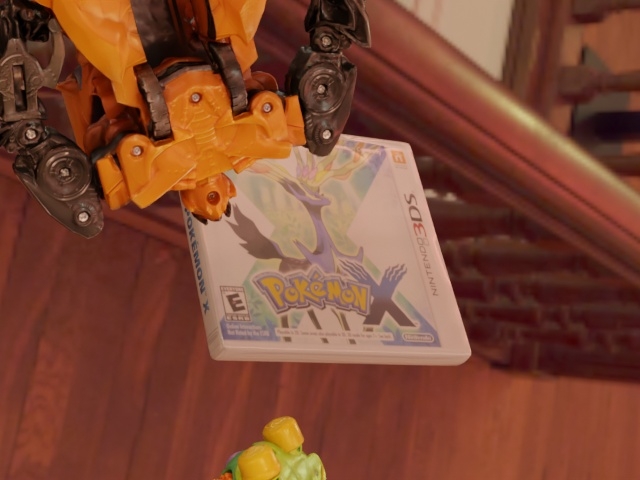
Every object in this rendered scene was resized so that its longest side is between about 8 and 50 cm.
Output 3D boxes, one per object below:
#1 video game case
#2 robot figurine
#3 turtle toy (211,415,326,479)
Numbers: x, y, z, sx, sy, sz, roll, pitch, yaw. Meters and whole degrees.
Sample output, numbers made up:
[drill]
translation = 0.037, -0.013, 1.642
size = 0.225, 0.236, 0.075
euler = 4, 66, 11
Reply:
[video game case]
translation = 0.000, 0.000, 1.433
size = 0.329, 0.036, 0.300
euler = 5, 57, -31
[robot figurine]
translation = -0.087, -0.146, 0.617
size = 0.211, 0.085, 0.291
euler = -19, 117, -17
[turtle toy]
translation = -0.032, 0.169, 0.824
size = 0.095, 0.066, 0.130
euler = 67, 19, -7
